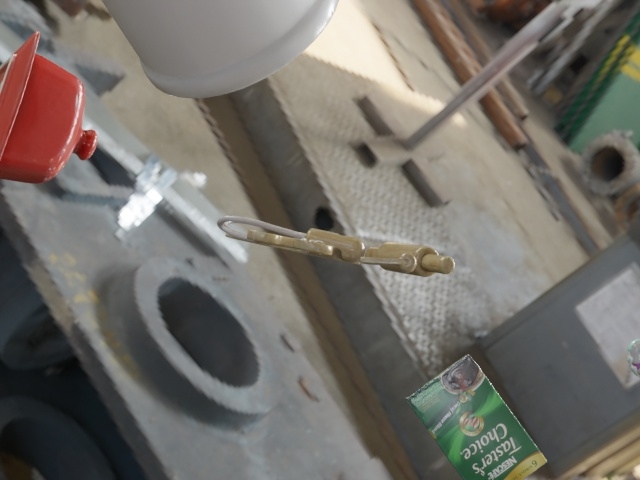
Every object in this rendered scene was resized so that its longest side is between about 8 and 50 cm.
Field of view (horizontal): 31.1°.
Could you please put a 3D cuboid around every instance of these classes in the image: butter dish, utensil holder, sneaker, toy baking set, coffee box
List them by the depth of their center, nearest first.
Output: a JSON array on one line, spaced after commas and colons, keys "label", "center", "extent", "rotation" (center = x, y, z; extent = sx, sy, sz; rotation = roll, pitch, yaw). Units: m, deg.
[{"label": "toy baking set", "center": [0.007, 0.001, 1.117], "extent": [0.196, 0.030, 0.256], "rotation": [12, -2, -20]}, {"label": "butter dish", "center": [-0.292, -0.118, 1.203], "extent": [0.118, 0.160, 0.160], "rotation": [20, 79, -23]}, {"label": "sneaker", "center": [0.386, 0.153, 1.281], "extent": [0.098, 0.038, 0.069], "rotation": [58, -14, -2]}, {"label": "coffee box", "center": [0.215, 0.262, 1.589], "extent": [0.184, 0.113, 0.040], "rotation": [56, -3, 7]}, {"label": "utensil holder", "center": [-0.196, -0.445, 1.601], "extent": [0.327, 0.327, 0.385], "rotation": [-98, 161, -47]}]
